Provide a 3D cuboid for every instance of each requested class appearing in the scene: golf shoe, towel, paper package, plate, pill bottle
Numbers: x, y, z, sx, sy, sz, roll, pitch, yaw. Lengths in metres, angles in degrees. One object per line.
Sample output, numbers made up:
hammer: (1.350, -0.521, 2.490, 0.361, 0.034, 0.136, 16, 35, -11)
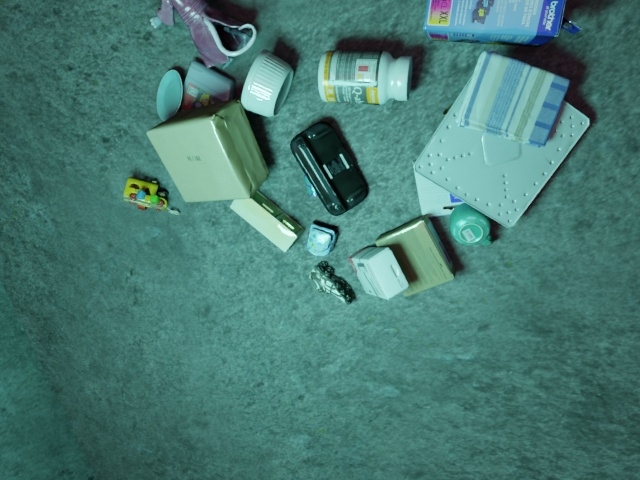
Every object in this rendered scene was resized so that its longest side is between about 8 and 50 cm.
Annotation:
golf shoe: (0.041, 0.175, 1.733, 0.198, 0.077, 0.094, 48, 124, 6)
towel: (0.542, -0.391, 1.280, 0.285, 0.034, 0.209, 12, 107, -11)
paper package: (-0.381, -0.299, 1.576, 0.325, 0.168, 0.309, 0, 126, 32)
plate: (-0.554, -0.535, 1.686, 0.188, 0.024, 0.188, -2, 87, 42)
pill bottle: (0.143, -0.516, 1.440, 0.279, 0.162, 0.162, 7, 108, 15)

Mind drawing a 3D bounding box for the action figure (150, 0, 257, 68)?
action figure: (-0.414, -0.733, 1.477, 0.248, 0.275, 0.370, -44, 118, 6)

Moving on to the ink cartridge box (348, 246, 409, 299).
ink cartridge box: (0.197, 0.110, 1.575, 0.092, 0.218, 0.158, -30, 97, -14)

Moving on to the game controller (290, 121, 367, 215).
game controller: (0.034, -0.246, 1.573, 0.166, 0.067, 0.319, -35, 105, -12)

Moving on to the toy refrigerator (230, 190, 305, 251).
toy refrigerator: (-0.194, -0.086, 1.703, 0.269, 0.102, 0.094, 40, 113, 3)

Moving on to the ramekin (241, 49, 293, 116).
ramekin: (-0.172, -0.515, 1.519, 0.109, 0.207, 0.207, 25, 112, -1)

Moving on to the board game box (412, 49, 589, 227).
board game box: (0.533, -0.289, 1.362, 0.390, 0.050, 0.389, 28, 106, -14)

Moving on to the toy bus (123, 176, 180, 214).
toy bus: (-0.683, -0.186, 1.816, 0.191, 0.202, 0.104, 5, 77, 23)

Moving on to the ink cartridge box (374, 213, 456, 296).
ink cartridge box: (0.332, 0.054, 1.582, 0.193, 0.088, 0.234, -25, 98, 29)

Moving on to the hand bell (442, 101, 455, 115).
hand bell: (0.503, -0.333, 1.434, 0.126, 0.126, 0.242, -30, 109, 22)

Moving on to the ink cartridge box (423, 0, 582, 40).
ink cartridge box: (0.497, -0.624, 1.240, 0.396, 0.270, 0.151, 8, 109, 15)

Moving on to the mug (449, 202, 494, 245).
mug: (0.505, -0.045, 1.489, 0.158, 0.097, 0.129, 12, 125, 8)

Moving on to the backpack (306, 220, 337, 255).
backpack: (0.000, 0.000, 1.679, 0.105, 0.084, 0.114, 19, 113, 13)

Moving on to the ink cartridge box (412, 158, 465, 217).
ink cartridge box: (0.424, -0.183, 1.506, 0.206, 0.045, 0.208, -6, 120, 19)

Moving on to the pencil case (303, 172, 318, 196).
pencil case: (-0.025, -0.234, 1.627, 0.070, 0.064, 0.151, -12, 104, 2)

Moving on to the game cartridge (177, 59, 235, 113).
game cartridge: (-0.432, -0.486, 1.684, 0.196, 0.060, 0.294, 28, 112, 3)
